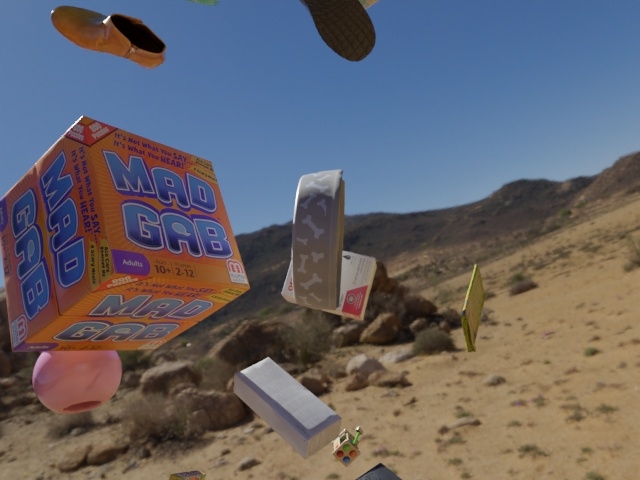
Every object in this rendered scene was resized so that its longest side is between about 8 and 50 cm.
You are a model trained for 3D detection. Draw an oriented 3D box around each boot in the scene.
[{"bbox_3d":[-0.521,-0.522,1.376,0.294,0.104,0.211,23,-5,-18],"label":"boot"},{"bbox_3d":[0.005,-0.588,1.289,0.118,0.338,0.223,-32,33,23],"label":"boot"}]

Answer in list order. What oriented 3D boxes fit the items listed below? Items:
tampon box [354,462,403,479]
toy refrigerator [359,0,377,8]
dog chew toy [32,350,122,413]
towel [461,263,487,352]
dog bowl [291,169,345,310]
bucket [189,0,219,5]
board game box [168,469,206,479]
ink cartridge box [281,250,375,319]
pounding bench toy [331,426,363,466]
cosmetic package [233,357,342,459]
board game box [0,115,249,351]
[{"bbox_3d":[0.110,0.521,1.017,0.101,0.161,0.120,-15,29,-42],"label":"tampon box"},{"bbox_3d":[0.071,-0.780,1.567,0.094,0.270,0.102,-38,18,-26],"label":"toy refrigerator"},{"bbox_3d":[-0.626,0.260,1.422,0.206,0.332,0.207,-16,-23,-7],"label":"dog chew toy"},{"bbox_3d":[0.372,0.158,1.345,0.021,0.102,0.237,-4,25,26],"label":"towel"},{"bbox_3d":[0.000,0.000,1.324,0.102,0.349,0.349,2,-5,4],"label":"dog bowl"},{"bbox_3d":[-0.315,-0.636,1.194,0.281,0.281,0.183,-12,-49,-48],"label":"bucket"},{"bbox_3d":[-0.307,0.604,1.126,0.039,0.260,0.124,14,-15,16],"label":"board game box"},{"bbox_3d":[0.026,0.114,1.610,0.237,0.172,0.100,13,-14,13],"label":"ink cartridge box"},{"bbox_3d":[0.074,0.509,1.397,0.083,0.052,0.065,-46,6,5],"label":"pounding bench toy"},{"bbox_3d":[-0.075,0.349,1.184,0.098,0.061,0.239,-16,35,-41],"label":"cosmetic package"},{"bbox_3d":[-0.444,0.015,1.251,0.356,0.357,0.356,-32,-25,27],"label":"board game box"}]
